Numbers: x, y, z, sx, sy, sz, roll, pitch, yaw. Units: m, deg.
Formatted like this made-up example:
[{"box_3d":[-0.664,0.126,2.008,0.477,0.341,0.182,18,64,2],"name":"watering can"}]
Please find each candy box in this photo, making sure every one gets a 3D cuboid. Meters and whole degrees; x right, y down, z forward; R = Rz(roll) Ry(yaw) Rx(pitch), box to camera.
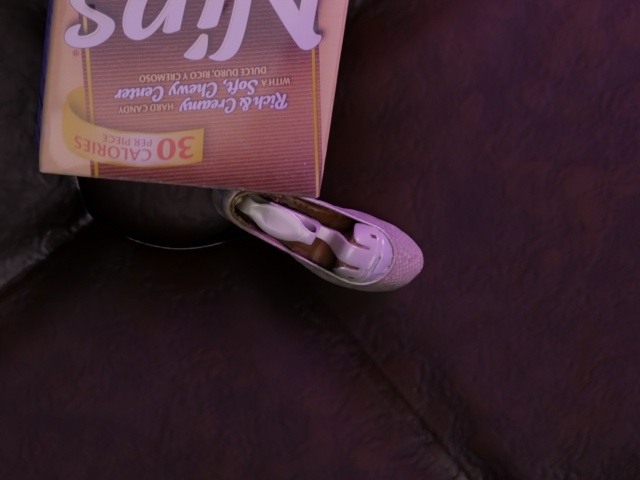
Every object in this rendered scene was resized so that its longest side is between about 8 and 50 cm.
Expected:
[{"box_3d":[-0.073,-0.194,0.965,0.183,0.087,0.316,5,104,-13],"name":"candy box"}]

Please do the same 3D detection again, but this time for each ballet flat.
[{"box_3d":[0.000,0.000,1.072,0.168,0.052,0.057,22,102,-18],"name":"ballet flat"}]
